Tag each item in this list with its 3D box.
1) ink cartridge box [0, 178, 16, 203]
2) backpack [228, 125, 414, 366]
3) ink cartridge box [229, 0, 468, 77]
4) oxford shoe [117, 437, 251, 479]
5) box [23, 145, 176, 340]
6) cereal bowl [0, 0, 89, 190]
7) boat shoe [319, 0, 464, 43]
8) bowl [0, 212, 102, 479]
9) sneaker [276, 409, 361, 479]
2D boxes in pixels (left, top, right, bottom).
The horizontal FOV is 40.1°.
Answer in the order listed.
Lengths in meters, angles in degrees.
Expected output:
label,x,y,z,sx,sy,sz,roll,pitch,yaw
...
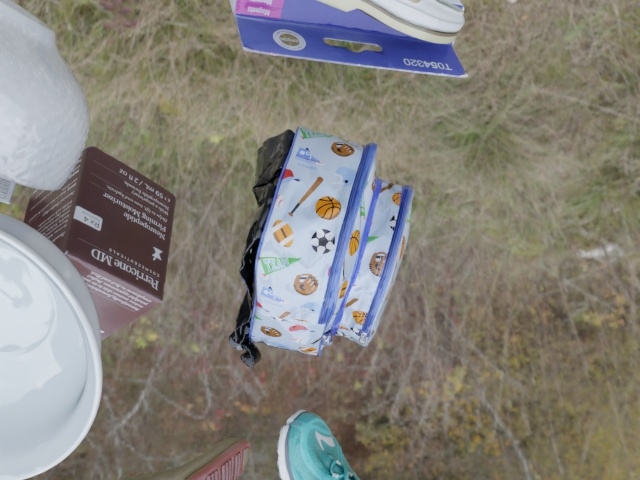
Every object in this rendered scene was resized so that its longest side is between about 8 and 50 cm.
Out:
label,x,y,z,sx,sy,sz,roll,pitch,yaw
ink cartridge box,-0.721,-0.147,1.555,0.238,0.060,0.275,13,173,28
backpack,0.000,0.000,1.070,0.213,0.277,0.263,7,154,6
ink cartridge box,0.026,-0.365,1.216,0.324,0.330,0.071,2,135,-21
oxford shoe,-0.268,0.412,1.453,0.348,0.130,0.123,-27,139,-39
box,-0.336,0.008,1.301,0.167,0.203,0.168,-31,133,33
cereal bowl,-0.377,-0.198,0.886,0.339,0.339,0.141,30,96,-30
boat shoe,0.078,-0.322,1.073,0.302,0.113,0.103,6,115,-42
bowl,-0.339,0.082,0.866,0.297,0.134,0.298,3,115,6
sneaker,0.040,0.329,1.119,0.110,0.107,0.275,-16,110,42
